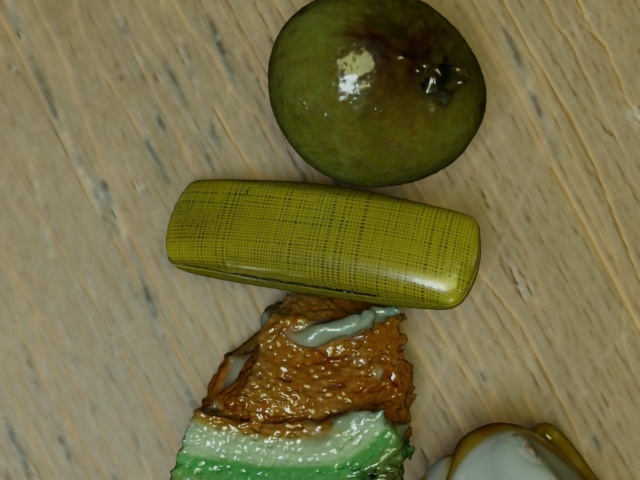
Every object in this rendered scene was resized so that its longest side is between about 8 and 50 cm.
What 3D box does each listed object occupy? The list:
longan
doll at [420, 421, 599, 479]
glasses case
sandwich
[{"bbox_3d":[0.045,-0.110,0.856,0.155,0.176,0.145,-16,96,-28],"label":"longan"},{"bbox_3d":[0.092,0.245,0.842,0.270,0.162,0.166,-32,56,0],"label":"doll"},{"bbox_3d":[0.000,0.000,0.870,0.234,0.064,0.079,8,62,20],"label":"glasses case"},{"bbox_3d":[-0.024,0.114,0.871,0.185,0.109,0.160,-7,81,6],"label":"sandwich"}]
